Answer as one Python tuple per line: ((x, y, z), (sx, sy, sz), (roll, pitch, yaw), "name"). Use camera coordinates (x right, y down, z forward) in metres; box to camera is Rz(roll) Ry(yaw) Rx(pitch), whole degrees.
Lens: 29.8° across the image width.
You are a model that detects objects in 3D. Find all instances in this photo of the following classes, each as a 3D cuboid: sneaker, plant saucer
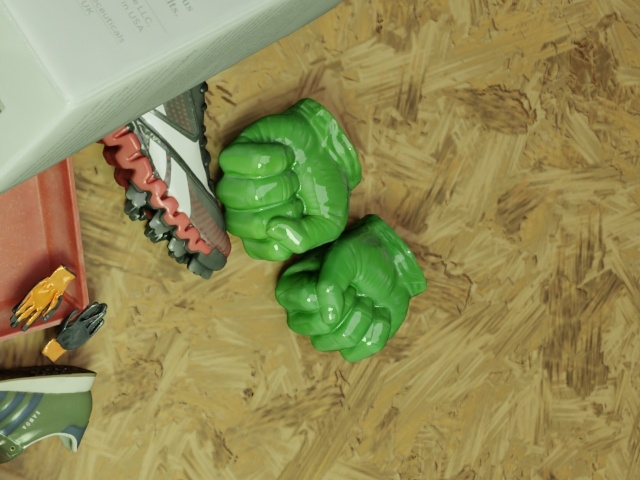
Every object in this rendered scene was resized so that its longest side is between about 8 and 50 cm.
((-0.144, -0.094, 1.111), (0.135, 0.097, 0.276), (-39, 114, -17), "sneaker")
((-0.293, 0.161, 1.084), (0.192, 0.064, 0.086), (2, 95, -37), "sneaker")
((-0.336, -0.021, 1.014), (0.259, 0.047, 0.259), (-17, 121, -28), "plant saucer")

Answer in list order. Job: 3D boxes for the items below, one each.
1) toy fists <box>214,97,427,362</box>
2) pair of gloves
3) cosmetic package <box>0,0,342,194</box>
((0.000, 0.000, 1.215), (0.142, 0.096, 0.279), (-40, 117, -18), "toy fists")
((-0.236, 0.068, 1.090), (0.074, 0.010, 0.083), (-44, 131, -8), "pair of gloves")
((-0.111, -0.218, 0.950), (0.453, 0.230, 0.162), (-36, 95, -39), "cosmetic package")
